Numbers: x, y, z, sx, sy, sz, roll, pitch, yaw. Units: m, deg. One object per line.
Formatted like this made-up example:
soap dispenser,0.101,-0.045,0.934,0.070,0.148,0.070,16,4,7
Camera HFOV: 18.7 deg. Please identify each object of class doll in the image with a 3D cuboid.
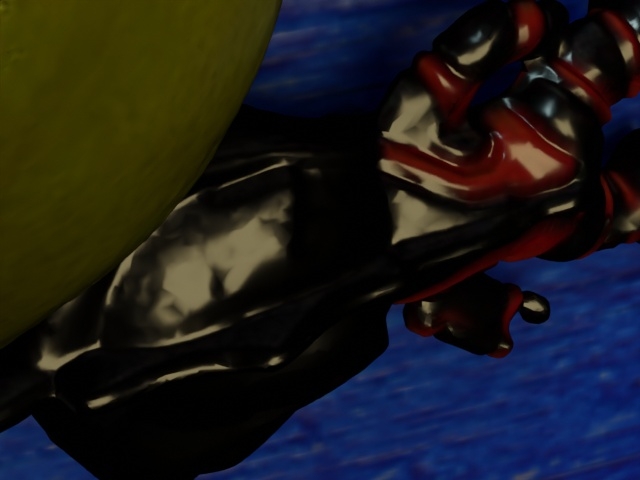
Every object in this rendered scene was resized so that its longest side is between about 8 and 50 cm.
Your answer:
doll,-0.001,0.000,0.569,0.248,0.088,0.127,-26,101,-18

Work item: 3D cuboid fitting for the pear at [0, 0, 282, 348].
pear,-0.141,-0.074,0.376,0.269,0.269,0.321,30,115,-30
